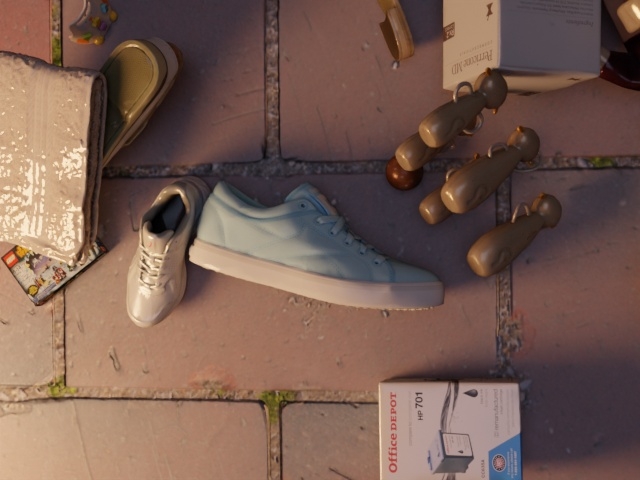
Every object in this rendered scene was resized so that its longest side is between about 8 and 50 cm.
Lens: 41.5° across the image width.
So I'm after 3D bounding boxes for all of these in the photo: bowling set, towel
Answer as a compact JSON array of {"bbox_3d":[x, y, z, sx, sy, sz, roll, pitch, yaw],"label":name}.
[{"bbox_3d":[0.187,-0.114,1.132,0.154,0.200,0.287,-36,129,-14],"label":"bowling set"},{"bbox_3d":[-0.394,-0.114,1.191,0.187,0.049,0.282,16,110,20],"label":"towel"}]

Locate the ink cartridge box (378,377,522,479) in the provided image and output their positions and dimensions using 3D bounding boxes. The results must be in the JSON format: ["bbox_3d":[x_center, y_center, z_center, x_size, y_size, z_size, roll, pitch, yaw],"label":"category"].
[{"bbox_3d":[0.178,0.261,1.159,0.190,0.082,0.140,-2,84,10],"label":"ink cartridge box"}]

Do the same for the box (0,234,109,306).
[{"bbox_3d":[-0.400,0.022,1.273,0.137,0.027,0.094,-38,84,6],"label":"box"}]

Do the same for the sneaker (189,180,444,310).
[{"bbox_3d":[0.000,0.000,1.166,0.365,0.135,0.150,12,95,7],"label":"sneaker"}]

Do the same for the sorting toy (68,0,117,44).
[{"bbox_3d":[-0.341,-0.327,1.240,0.044,0.075,0.083,31,94,7],"label":"sorting toy"}]

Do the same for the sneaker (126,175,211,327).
[{"bbox_3d":[-0.234,0.014,1.206,0.090,0.115,0.232,17,92,8],"label":"sneaker"}]

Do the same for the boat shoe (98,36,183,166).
[{"bbox_3d":[-0.307,-0.174,1.222,0.302,0.103,0.113,-35,91,27],"label":"boat shoe"}]

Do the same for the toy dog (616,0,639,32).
[{"bbox_3d":[0.471,-0.393,1.018,0.220,0.161,0.334,44,67,-12],"label":"toy dog"}]

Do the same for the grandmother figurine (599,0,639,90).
[{"bbox_3d":[0.441,-0.276,1.123,0.207,0.104,0.343,-21,87,1],"label":"grandmother figurine"}]

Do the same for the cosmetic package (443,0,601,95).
[{"bbox_3d":[0.259,-0.294,1.101,0.151,0.151,0.184,1,89,-18],"label":"cosmetic package"}]

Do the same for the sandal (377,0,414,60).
[{"bbox_3d":[0.105,-0.378,1.186,0.079,0.088,0.240,-20,94,-7],"label":"sandal"}]
